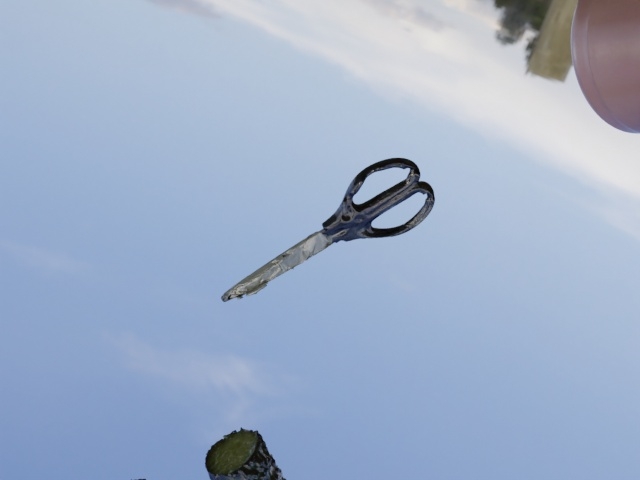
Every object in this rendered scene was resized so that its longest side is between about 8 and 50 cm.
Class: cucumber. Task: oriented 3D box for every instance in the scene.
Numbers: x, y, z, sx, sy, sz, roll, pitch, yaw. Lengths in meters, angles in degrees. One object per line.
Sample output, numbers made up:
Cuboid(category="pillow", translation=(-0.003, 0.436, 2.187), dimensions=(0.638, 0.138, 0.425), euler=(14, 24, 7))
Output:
Cuboid(category="cucumber", translation=(-0.065, 0.438, 1.486), dimensions=(0.096, 0.359, 0.096), euler=(-17, -147, 11))

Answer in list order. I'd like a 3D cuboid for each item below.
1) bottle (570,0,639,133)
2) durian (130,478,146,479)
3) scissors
Cuboid(category="bottle", translation=(0.386, -0.195, 0.832), dimensions=(0.296, 0.206, 0.173), euler=(3, 131, 58))
Cuboid(category="durian", translation=(-0.248, 0.434, 1.239), dimensions=(0.154, 0.186, 0.260), euler=(48, -153, -18))
Cuboid(category="scissors", translation=(0.000, 0.000, 1.197), dimensions=(0.109, 0.300, 0.022), euler=(50, -166, -36))
